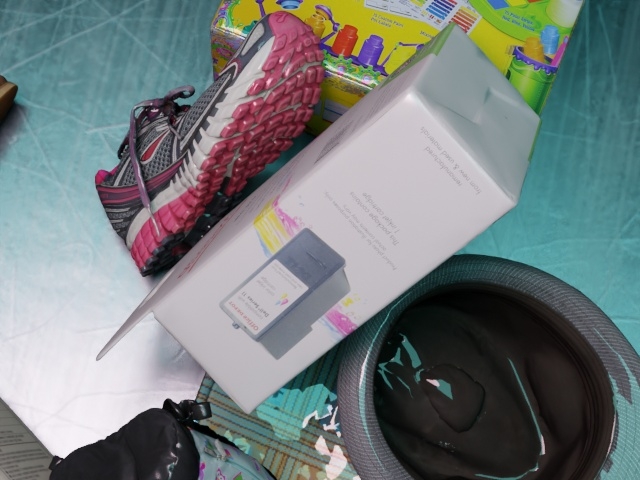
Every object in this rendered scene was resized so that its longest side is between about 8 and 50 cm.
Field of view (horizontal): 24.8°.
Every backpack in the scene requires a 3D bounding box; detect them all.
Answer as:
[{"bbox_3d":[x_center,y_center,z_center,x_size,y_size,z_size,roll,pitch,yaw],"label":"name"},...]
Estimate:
[{"bbox_3d":[-0.110,0.218,1.171,0.152,0.182,0.115,-24,50,26],"label":"backpack"}]

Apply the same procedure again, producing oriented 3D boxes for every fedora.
[{"bbox_3d":[0.135,0.142,1.226,0.275,0.124,0.243,32,79,-6],"label":"fedora"}]

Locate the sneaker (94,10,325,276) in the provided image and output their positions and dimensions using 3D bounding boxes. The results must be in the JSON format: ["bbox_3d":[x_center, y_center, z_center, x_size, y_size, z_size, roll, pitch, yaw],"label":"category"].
[{"bbox_3d":[-0.108,-0.090,1.241,0.121,0.299,0.112,-22,71,-49],"label":"sneaker"}]

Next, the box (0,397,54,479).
[{"bbox_3d":[-0.273,0.233,1.194,0.121,0.148,0.311,-46,77,5],"label":"box"}]

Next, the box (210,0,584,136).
[{"bbox_3d":[0.086,-0.228,1.333,0.290,0.177,0.279,22,76,3],"label":"box"}]

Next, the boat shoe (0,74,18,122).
[{"bbox_3d":[-0.363,-0.079,1.323,0.073,0.073,0.207,37,77,4],"label":"boat shoe"}]

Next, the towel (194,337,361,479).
[{"bbox_3d":[0.002,0.221,1.287,0.271,0.040,0.370,20,76,3],"label":"towel"}]

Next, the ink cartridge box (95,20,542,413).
[{"bbox_3d":[0.000,0.000,1.165,0.353,0.207,0.119,-39,98,25],"label":"ink cartridge box"}]
